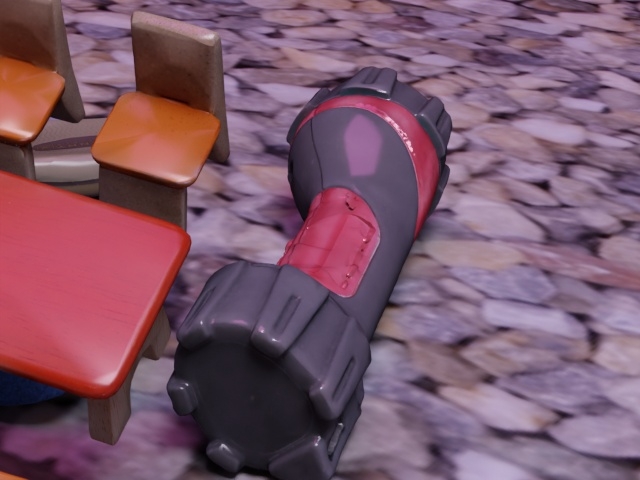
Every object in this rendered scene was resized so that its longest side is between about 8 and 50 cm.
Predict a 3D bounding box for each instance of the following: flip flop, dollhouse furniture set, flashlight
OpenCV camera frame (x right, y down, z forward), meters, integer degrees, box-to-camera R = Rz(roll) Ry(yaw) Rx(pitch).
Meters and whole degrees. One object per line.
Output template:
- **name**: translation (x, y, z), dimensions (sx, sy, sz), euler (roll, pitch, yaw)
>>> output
- **flip flop**: translation (-0.227, -0.066, 0.859), dimensions (0.277, 0.080, 0.112), euler (-7, 28, -19)
- **dollhouse furniture set**: translation (-0.185, -0.007, 0.542), dimensions (0.259, 0.135, 0.262), euler (16, 56, 9)
- **flashlight**: translation (0.000, 0.000, 0.724), dimensions (0.103, 0.103, 0.304), euler (10, 27, 12)

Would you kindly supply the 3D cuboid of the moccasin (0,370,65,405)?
- **moccasin**: translation (-0.247, -0.009, 0.723), dimensions (0.342, 0.137, 0.117), euler (27, 29, 15)
